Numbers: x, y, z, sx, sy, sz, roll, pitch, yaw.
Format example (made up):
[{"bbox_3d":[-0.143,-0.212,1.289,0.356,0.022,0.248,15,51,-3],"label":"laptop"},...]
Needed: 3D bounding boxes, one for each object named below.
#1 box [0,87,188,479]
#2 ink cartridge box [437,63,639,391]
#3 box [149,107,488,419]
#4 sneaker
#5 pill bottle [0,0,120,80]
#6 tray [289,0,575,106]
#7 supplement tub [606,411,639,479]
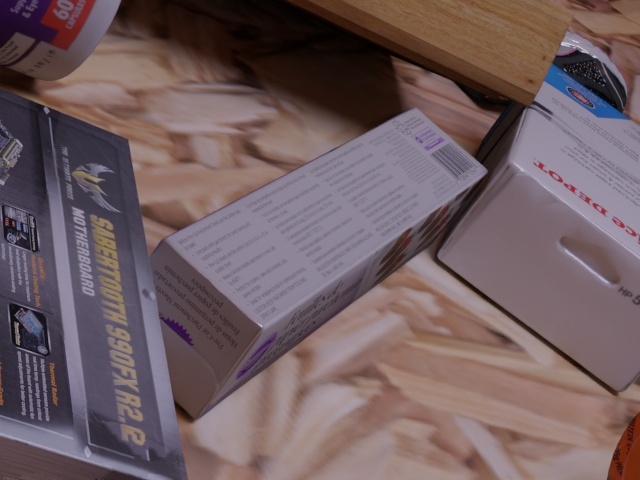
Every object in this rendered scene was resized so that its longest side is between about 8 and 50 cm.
[{"bbox_3d":[-0.157,0.013,0.726,0.183,0.056,0.231,22,32,-30],"label":"box"},{"bbox_3d":[0.168,-0.015,1.138,0.148,0.086,0.203,36,27,-3],"label":"ink cartridge box"},{"bbox_3d":[0.000,0.000,0.933,0.067,0.063,0.324,40,27,8],"label":"box"},{"bbox_3d":[0.144,-0.122,1.317,0.178,0.072,0.077,23,41,-11],"label":"sneaker"},{"bbox_3d":[-0.201,-0.161,0.889,0.193,0.108,0.108,20,32,-32],"label":"pill bottle"},{"bbox_3d":[-0.063,-0.205,1.093,0.411,0.076,0.203,21,7,-29],"label":"tray"},{"bbox_3d":[0.253,0.152,0.947,0.190,0.117,0.117,23,31,-27],"label":"supplement tub"}]
